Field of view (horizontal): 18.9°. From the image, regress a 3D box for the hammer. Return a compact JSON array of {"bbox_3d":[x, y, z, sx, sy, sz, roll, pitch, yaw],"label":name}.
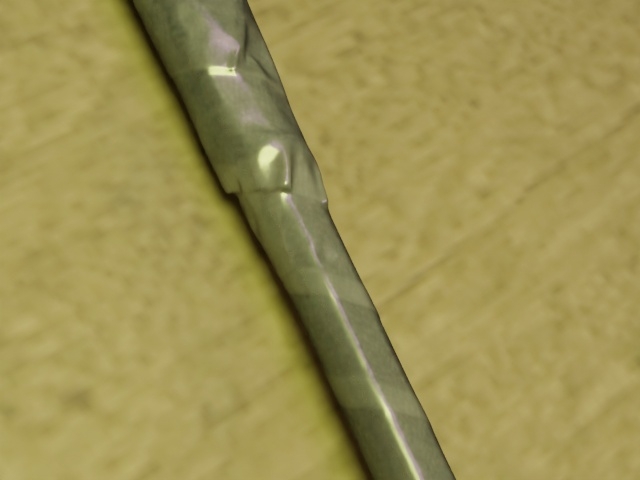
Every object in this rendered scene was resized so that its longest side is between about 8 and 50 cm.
[{"bbox_3d":[0.000,-0.001,0.596,0.152,0.044,0.427,-9,65,-36],"label":"hammer"}]
